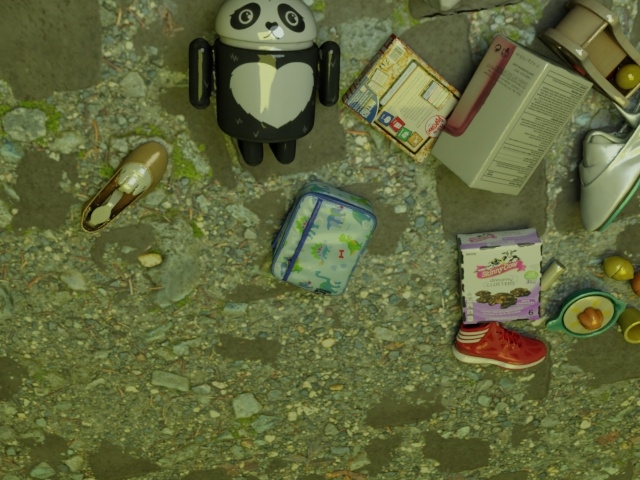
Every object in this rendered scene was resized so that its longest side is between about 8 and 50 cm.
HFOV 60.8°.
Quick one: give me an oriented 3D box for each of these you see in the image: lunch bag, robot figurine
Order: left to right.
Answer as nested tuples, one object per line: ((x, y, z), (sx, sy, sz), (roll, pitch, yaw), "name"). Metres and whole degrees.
((-0.090, -0.267, 0.906), (0.173, 0.209, 0.278), (22, 124, 29), "robot figurine")
((0.000, 0.000, 1.114), (0.176, 0.090, 0.219), (22, 115, -12), "lunch bag")

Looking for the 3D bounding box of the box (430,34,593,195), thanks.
((0.329, -0.213, 0.959), (0.148, 0.127, 0.232), (4, 125, -37), "box")

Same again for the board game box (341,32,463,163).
((0.159, -0.255, 1.002), (0.193, 0.045, 0.147), (34, 112, -20), "board game box")

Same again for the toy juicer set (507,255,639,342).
((0.607, 0.133, 1.216), (0.328, 0.090, 0.209), (5, 123, -2), "toy juicer set")

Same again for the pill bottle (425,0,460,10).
((0.252, -0.495, 0.786), (0.301, 0.169, 0.169), (-38, 115, 12), "pill bottle")

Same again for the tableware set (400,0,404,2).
((0.172, -0.476, 0.894), (0.141, 0.020, 0.169), (8, 117, -11), "tableware set")

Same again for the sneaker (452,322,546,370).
((0.424, 0.226, 1.258), (0.221, 0.087, 0.128), (-2, 128, -4), "sneaker")

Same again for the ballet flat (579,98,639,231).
((0.579, -0.209, 1.021), (0.139, 0.139, 0.400), (22, 111, -15), "ballet flat")

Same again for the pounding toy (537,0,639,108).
((0.469, -0.357, 0.901), (0.269, 0.154, 0.155), (32, 113, -20), "pounding toy")

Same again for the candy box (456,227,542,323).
((0.383, 0.078, 1.176), (0.164, 0.070, 0.196), (-5, 119, 10), "candy box")

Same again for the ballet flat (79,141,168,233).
((-0.377, -0.092, 1.047), (0.232, 0.073, 0.080), (-42, 114, 18), "ballet flat")
